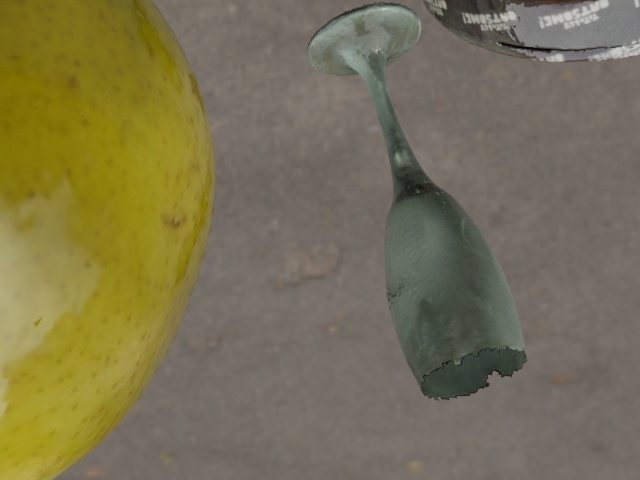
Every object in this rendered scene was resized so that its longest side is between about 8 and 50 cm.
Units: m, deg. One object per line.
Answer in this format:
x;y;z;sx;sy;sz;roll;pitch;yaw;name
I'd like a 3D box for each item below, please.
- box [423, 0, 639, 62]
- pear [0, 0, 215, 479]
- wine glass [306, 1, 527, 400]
0.103;-0.167;0.628;0.151;0.151;0.135;-9;128;6;box
-0.241;-0.032;0.854;0.362;0.362;0.418;-19;153;22;pear
0.000;0.000;1.262;0.264;0.310;0.096;-23;155;15;wine glass
